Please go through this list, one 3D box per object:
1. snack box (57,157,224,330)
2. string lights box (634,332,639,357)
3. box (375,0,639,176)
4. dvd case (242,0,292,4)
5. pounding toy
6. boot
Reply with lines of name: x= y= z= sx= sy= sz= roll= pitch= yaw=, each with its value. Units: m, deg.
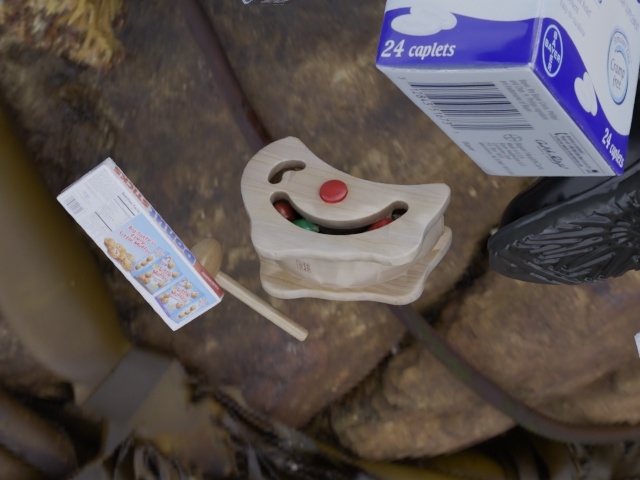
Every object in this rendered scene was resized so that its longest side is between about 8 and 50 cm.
snack box: x=-0.174 y=0.006 z=1.269 sx=0.064 sy=0.022 sz=0.178 roll=-33 pitch=108 yaw=20
string lights box: x=0.377 y=0.197 z=1.156 sx=0.077 sy=0.133 sz=0.259 roll=-22 pitch=104 yaw=-25
box: x=0.094 y=-0.112 z=0.578 sx=0.072 sy=0.126 sz=0.137 roll=3 pitch=73 yaw=30
dvd case: x=-0.096 y=-0.329 z=1.203 sx=0.030 sy=0.179 sz=0.238 roll=-28 pitch=94 yaw=14
pounding toy: x=0.000 y=0.000 z=1.339 sx=0.270 sy=0.154 sz=0.155 roll=3 pitch=141 yaw=10
boot: x=0.296 y=-0.122 z=1.232 sx=0.131 sy=0.260 sz=0.348 roll=25 pitch=141 yaw=-34
